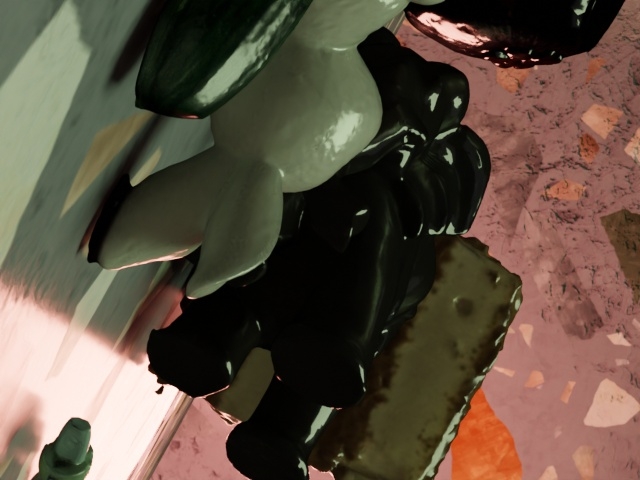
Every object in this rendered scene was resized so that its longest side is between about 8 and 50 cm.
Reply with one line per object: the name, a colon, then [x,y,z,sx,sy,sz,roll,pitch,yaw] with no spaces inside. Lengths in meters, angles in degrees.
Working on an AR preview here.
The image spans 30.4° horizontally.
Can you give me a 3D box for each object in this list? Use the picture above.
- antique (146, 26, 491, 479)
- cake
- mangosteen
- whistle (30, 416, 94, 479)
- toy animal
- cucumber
antique: [0.000,0.000,0.883,0.255,0.185,0.322,-55,170,-38]
cake: [0.018,0.076,1.159,0.282,0.290,0.256,-64,-179,-1]
mangosteen: [0.204,-0.309,1.149,0.287,0.233,0.287,-46,153,-32]
whistle: [-0.164,0.146,0.752,0.100,0.035,0.035,-63,179,38]
toy animal: [-0.032,-0.067,0.545,0.127,0.131,0.181,-1,117,-52]
cucumber: [-0.032,-0.084,0.439,0.105,0.048,0.048,-60,179,-19]
